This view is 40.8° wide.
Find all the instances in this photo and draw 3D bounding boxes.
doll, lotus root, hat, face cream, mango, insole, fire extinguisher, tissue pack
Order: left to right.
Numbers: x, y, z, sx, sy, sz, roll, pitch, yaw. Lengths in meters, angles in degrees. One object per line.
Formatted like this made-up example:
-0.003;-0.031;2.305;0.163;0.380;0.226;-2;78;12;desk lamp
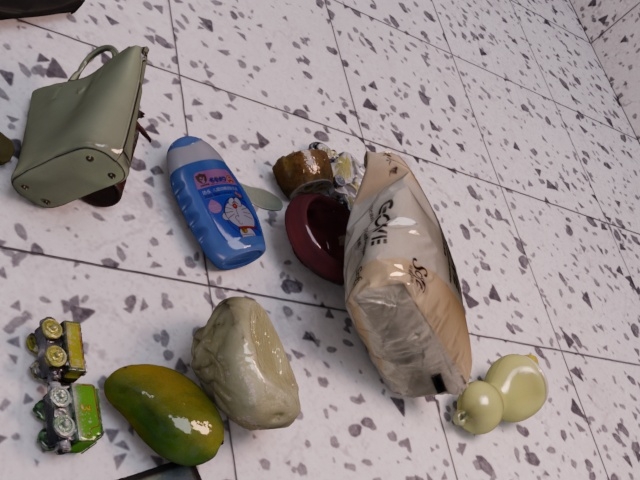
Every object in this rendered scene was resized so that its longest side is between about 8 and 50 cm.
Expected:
-0.357;-0.159;1.506;0.075;0.106;0.252;-2;47;5;fire extinguisher
-0.221;0.248;1.264;0.191;0.085;0.122;47;42;3;mango
-0.196;-0.077;1.564;0.149;0.083;0.264;-9;65;-50;face cream
-0.137;-0.093;1.699;0.153;0.002;0.053;23;45;-29;insole
-0.030;-0.137;1.750;0.122;0.112;0.081;-3;67;-46;lotus root
0.000;0.000;1.685;0.205;0.089;0.205;30;43;-32;hat
0.161;0.072;1.642;0.375;0.195;0.390;-85;153;-44;tissue pack
0.363;0.316;1.760;0.296;0.117;0.141;-12;98;-37;doll

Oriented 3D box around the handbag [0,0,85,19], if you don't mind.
-0.578;-0.494;1.558;0.223;0.080;0.247;58;36;0;handbag

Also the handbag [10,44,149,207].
-0.388;-0.218;1.388;0.109;0.241;0.315;44;36;-50;handbag

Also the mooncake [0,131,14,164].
-0.621;-0.242;1.315;0.347;0.057;0.150;48;26;3;mooncake

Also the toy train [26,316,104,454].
-0.357;0.200;1.200;0.081;0.060;0.202;15;49;-45;toy train

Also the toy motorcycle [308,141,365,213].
0.058;-0.121;1.856;0.151;0.074;0.228;3;51;-42;toy motorcycle

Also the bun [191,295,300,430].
-0.127;0.198;1.349;0.231;0.133;0.231;-24;90;-83;bun

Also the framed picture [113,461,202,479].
-0.254;0.443;1.121;0.347;0.016;0.265;-5;59;-46;framed picture
